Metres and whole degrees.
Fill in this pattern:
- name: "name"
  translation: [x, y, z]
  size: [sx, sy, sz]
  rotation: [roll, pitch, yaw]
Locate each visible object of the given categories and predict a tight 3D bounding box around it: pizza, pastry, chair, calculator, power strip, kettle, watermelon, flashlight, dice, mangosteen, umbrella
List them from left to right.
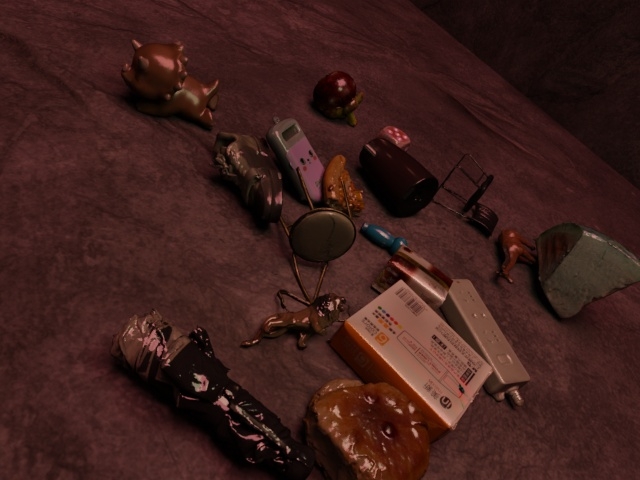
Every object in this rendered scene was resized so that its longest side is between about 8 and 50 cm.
- name: "umbrella"
  translation: [-0.153, 0.233, 0.760]
  size: [0.358, 0.106, 0.113]
  rotation: [36, 35, 6]
- name: "calculator"
  translation: [-0.055, -0.206, 1.280]
  size: [0.246, 0.045, 0.141]
  rotation: [59, 31, -14]
- name: "chair"
  translation: [0.000, 0.000, 1.082]
  size: [0.160, 0.170, 0.325]
  rotation: [16, 34, -24]
- name: "mangosteen"
  translation: [0.064, -0.466, 1.646]
  size: [0.181, 0.156, 0.146]
  rotation: [57, 7, 5]
- name: "pizza"
  translation: [0.064, -0.127, 1.310]
  size: [0.161, 0.063, 0.182]
  rotation: [55, 31, -20]
- name: "pastry"
  translation: [0.078, 0.323, 0.819]
  size: [0.219, 0.100, 0.228]
  rotation: [16, 39, -18]
- name: "flashlight"
  translation: [0.162, -0.006, 1.277]
  size: [0.129, 0.051, 0.051]
  rotation: [30, 38, 2]
- name: "dice"
  translation: [0.225, -0.305, 1.610]
  size: [0.094, 0.093, 0.091]
  rotation: [46, 40, 16]
- name: "kettle"
  translation: [0.227, -0.195, 1.463]
  size: [0.202, 0.144, 0.232]
  rotation: [13, 35, -52]
- name: "chair"
  translation: [0.487, -0.138, 1.562]
  size: [0.221, 0.145, 0.140]
  rotation: [39, 39, 7]
- name: "power strip"
  translation: [0.369, 0.222, 1.157]
  size: [0.098, 0.058, 0.338]
  rotation: [4, 46, -31]
- name: "watermelon"
  translation: [0.720, 0.098, 1.406]
  size: [0.229, 0.258, 0.387]
  rotation: [32, -4, -7]

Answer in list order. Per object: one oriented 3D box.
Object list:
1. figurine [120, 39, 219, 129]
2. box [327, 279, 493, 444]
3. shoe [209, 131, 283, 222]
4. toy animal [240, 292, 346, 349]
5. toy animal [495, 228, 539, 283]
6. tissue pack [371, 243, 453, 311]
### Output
- name: "figurine"
  translation: [-0.365, -0.409, 1.267]
  size: [0.248, 0.173, 0.177]
  rotation: [16, 40, -18]
- name: "box"
  translation: [0.183, 0.231, 0.997]
  size: [0.274, 0.091, 0.221]
  rotation: [46, 41, 18]
- name: "shoe"
  translation: [-0.182, -0.151, 1.166]
  size: [0.149, 0.109, 0.292]
  rotation: [6, 41, -25]
- name: "toy animal"
  translation: [-0.044, 0.164, 0.939]
  size: [0.220, 0.069, 0.086]
  rotation: [-15, 55, -28]
- name: "toy animal"
  translation: [0.566, 0.050, 1.469]
  size: [0.230, 0.066, 0.224]
  rotation: [19, 45, -33]
- name: "tissue pack"
  translation: [0.213, 0.097, 1.156]
  size: [0.149, 0.099, 0.106]
  rotation: [36, 38, 7]
